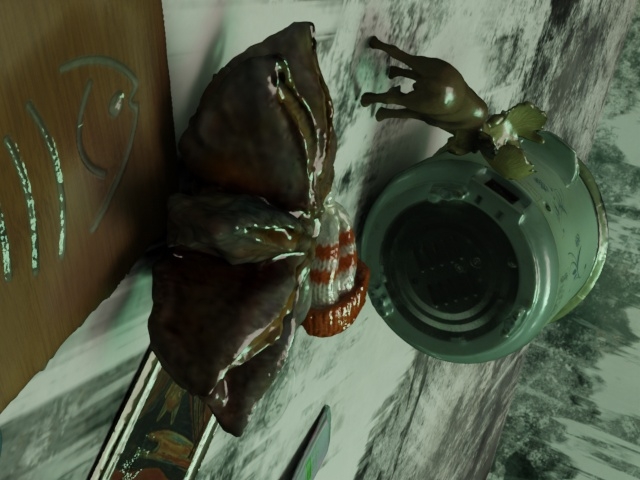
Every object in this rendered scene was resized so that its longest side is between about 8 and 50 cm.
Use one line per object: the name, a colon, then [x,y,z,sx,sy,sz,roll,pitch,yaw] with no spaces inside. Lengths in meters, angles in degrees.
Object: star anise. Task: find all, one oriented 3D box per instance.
star anise: [-0.058,-0.011,0.949,0.331,0.117,0.332,7,90,-80]

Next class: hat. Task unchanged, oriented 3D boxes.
hat: [0.000,0.000,1.203,0.112,0.093,0.162,-61,157,-56]

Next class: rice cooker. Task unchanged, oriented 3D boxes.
rice cooker: [0.202,0.000,1.487,0.317,0.264,0.317,-49,163,-20]

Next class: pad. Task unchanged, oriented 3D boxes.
pad: [-0.176,-0.042,0.777,0.284,0.018,0.286,-52,155,-40]

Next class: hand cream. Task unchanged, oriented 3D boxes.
hand cream: [-0.041,0.333,1.509,0.079,0.050,0.275,-49,-172,51]

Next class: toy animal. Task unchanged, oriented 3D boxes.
toy animal: [0.146,-0.133,1.301,0.214,0.186,0.094,28,77,-69]

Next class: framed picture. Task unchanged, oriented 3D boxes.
framed picture: [-0.129,0.157,1.115,0.273,0.016,0.216,-66,161,-10]

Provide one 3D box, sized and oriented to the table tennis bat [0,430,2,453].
table tennis bat: [-0.236,0.132,0.752,0.100,0.019,0.155,-16,133,-50]
